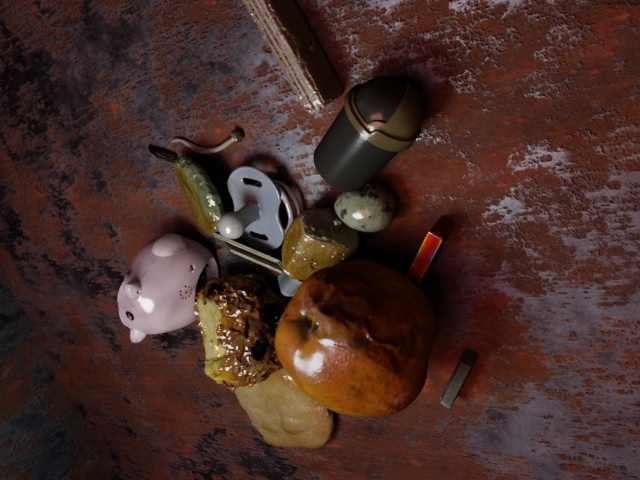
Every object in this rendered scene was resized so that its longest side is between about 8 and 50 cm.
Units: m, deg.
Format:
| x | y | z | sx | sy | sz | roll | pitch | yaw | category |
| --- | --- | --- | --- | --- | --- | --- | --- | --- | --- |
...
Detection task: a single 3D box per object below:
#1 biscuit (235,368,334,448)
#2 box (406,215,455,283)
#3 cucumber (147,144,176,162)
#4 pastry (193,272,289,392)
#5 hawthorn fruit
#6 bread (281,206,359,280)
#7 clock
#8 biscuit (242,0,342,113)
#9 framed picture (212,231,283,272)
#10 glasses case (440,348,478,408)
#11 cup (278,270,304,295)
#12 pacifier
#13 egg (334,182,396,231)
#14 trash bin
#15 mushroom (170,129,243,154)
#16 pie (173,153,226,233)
| x | y | z | sx | sy | sz | roll | pitch | yaw | category |
| --- | --- | --- | --- | --- | --- | --- | --- | --- | --- |
| -0.148 | 0.658 | 2.454 | 0.447 | 0.104 | 0.429 | -2 | 115 | 34 | biscuit |
| 0.313 | 0.026 | 1.781 | 0.048 | 0.112 | 0.175 | 30 | 128 | 14 | box |
| -0.553 | -0.299 | 2.180 | 0.135 | 0.034 | 0.033 | 19 | 130 | 22 | cucumber |
| -0.244 | 0.304 | 2.169 | 0.292 | 0.338 | 0.404 | -33 | 67 | 58 | pastry |
| 0.105 | 0.272 | 1.769 | 0.472 | 0.472 | 0.471 | 16 | 124 | 24 | hawthorn fruit |
| 0.000 | 0.000 | 1.911 | 0.196 | 0.176 | 0.246 | 12 | 140 | -20 | bread |
| -0.540 | 0.173 | 2.234 | 0.251 | 0.376 | 0.368 | 17 | 125 | 18 | clock |
| -0.086 | -0.544 | 1.668 | 0.079 | 0.144 | 0.425 | -23 | 104 | 38 | biscuit |
| -0.228 | 0.051 | 2.107 | 0.253 | 0.014 | 0.197 | 22 | 168 | 14 | framed picture |
| 0.435 | 0.438 | 1.978 | 0.047 | 0.071 | 0.204 | 30 | 130 | 19 | glasses case |
| -0.067 | 0.131 | 2.035 | 0.129 | 0.095 | 0.128 | -48 | 51 | 50 | cup |
| -0.222 | -0.076 | 1.971 | 0.244 | 0.233 | 0.299 | 17 | 126 | 34 | pacifier |
| 0.129 | -0.095 | 1.801 | 0.182 | 0.141 | 0.141 | 6 | 120 | 19 | egg |
| 0.131 | -0.291 | 1.643 | 0.214 | 0.214 | 0.334 | 46 | 138 | 0 | trash bin |
| -0.372 | -0.317 | 2.056 | 0.307 | 0.043 | 0.068 | -3 | 98 | 35 | mushroom |
| -0.400 | -0.149 | 2.095 | 0.306 | 0.071 | 0.306 | 51 | 157 | 33 | pie |
